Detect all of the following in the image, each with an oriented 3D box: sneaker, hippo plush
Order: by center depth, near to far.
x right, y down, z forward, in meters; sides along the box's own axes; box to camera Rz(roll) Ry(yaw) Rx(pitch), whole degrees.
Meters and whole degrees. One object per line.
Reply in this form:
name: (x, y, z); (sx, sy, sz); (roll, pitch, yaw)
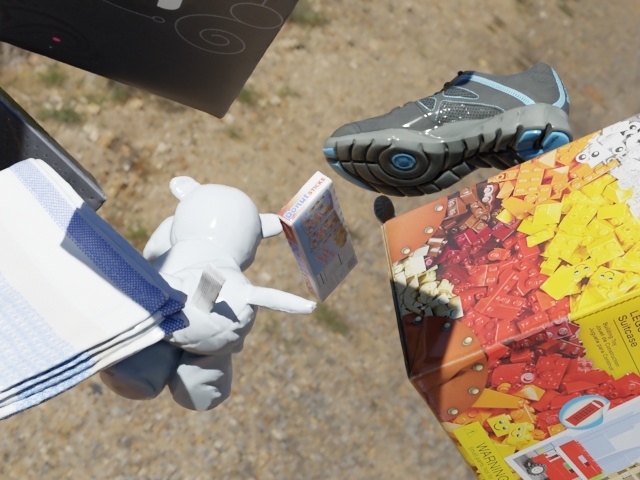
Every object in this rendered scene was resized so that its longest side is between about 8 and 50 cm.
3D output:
hippo plush: (-0.168, 0.031, 1.456); (0.234, 0.294, 0.236); (20, 47, -19)
sneaker: (0.172, -0.151, 1.678); (0.125, 0.341, 0.140); (63, 27, -50)
sneaker: (0.100, -0.026, 1.821); (0.037, 0.032, 0.083); (74, -3, -68)

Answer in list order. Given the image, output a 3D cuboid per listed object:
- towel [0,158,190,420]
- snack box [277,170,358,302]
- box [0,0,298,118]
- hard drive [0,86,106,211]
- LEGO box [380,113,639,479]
towel: (-0.254, 0.047, 0.789); (0.285, 0.034, 0.209); (-26, 49, -29)
snack box: (0.000, 0.000, 1.299); (0.022, 0.064, 0.178); (36, -17, 26)
box: (-0.076, -0.181, 0.573); (0.165, 0.270, 0.143); (19, 74, -11)
hard drive: (-0.341, -0.027, 1.123); (0.172, 0.254, 0.054); (46, 18, -31)
LEGO box: (0.328, 0.133, 1.073); (0.500, 0.372, 0.193); (55, 18, -38)
